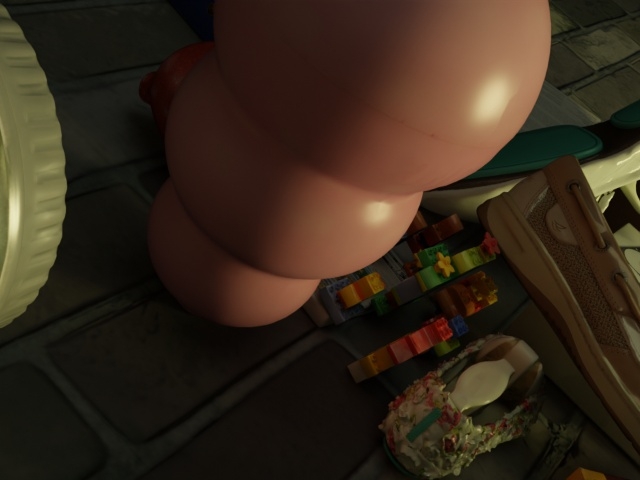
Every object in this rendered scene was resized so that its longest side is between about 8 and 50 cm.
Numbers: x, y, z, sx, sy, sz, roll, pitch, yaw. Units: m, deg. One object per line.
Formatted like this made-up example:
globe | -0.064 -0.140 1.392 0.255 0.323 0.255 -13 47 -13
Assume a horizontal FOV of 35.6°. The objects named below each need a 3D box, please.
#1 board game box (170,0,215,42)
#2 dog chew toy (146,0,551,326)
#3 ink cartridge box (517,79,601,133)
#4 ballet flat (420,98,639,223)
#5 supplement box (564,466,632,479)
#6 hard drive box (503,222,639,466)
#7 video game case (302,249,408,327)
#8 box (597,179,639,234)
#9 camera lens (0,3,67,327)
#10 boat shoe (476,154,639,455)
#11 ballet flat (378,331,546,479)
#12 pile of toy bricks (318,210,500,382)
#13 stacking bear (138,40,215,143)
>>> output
board game box | -0.001 -0.210 1.086 0.233 0.078 0.347 -11 55 -51
dog chew toy | -0.005 -0.070 0.649 0.206 0.332 0.206 26 32 -18
ink cartridge box | 0.258 -0.131 1.290 0.181 0.056 0.224 35 50 -4
ballet flat | 0.295 -0.069 1.024 0.139 0.400 0.139 161 -90 -90
supplement box | 0.222 0.271 0.623 0.194 0.129 0.191 18 36 -29
hard drive box | 0.312 0.095 0.987 0.181 0.089 0.232 45 32 14
video game case | 0.000 0.000 0.867 0.143 0.019 0.157 -11 56 -51
box | 0.422 -0.058 1.200 0.203 0.168 0.167 -11 67 -52
camera lens | -0.277 -0.021 0.419 0.219 0.219 0.274 48 33 17
boat shoe | 0.258 0.078 0.803 0.341 0.110 0.121 59 9 21
ballet flat | 0.134 0.118 0.789 0.091 0.077 0.241 45 31 14
pile of toy bricks | 0.098 0.029 0.816 0.212 0.105 0.118 -20 81 -53
stacking bear | -0.008 -0.149 0.859 0.289 0.164 0.175 -25 66 -11
